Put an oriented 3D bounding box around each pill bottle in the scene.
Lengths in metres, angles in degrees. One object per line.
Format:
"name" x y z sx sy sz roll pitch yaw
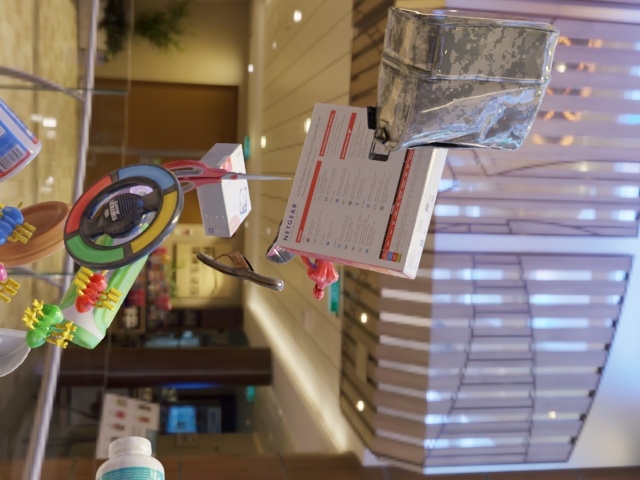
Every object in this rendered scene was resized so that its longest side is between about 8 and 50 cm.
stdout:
"pill bottle" -0.402 0.557 1.697 0.146 0.146 0.264 104 -20 -50
"pill bottle" -0.643 -0.224 1.500 0.221 0.124 0.124 54 8 -27

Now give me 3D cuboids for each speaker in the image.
"speaker" -0.485 0.088 1.799 0.296 0.131 0.131 -64 -178 -21

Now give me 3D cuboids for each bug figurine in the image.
"bug figurine" -0.498 0.066 1.397 0.072 0.279 0.216 -32 -156 39

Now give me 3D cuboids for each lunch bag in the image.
"lunch bag" 0.255 -0.289 1.487 0.212 0.305 0.256 -131 -137 -62

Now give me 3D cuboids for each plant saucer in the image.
"plant saucer" -0.546 -0.020 1.519 0.200 0.200 0.037 -107 -178 -59

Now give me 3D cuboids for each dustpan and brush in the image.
"dustpan and brush" -0.698 0.262 1.664 0.211 0.147 0.060 -51 -142 39

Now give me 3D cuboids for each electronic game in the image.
"electronic game" -0.346 -0.045 1.405 0.048 0.229 0.229 62 16 -50

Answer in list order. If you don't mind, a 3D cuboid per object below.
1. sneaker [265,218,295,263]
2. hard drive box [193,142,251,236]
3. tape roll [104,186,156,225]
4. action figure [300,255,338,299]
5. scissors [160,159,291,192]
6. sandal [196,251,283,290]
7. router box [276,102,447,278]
"sneaker" -0.084 -0.014 2.054 0.077 0.178 0.072 17 -34 45
"hard drive box" -0.298 -0.155 2.447 0.181 0.089 0.232 -62 151 -53
"tape roll" -0.519 -0.070 2.241 0.189 0.080 0.189 -14 90 -77
"action figure" 0.000 0.000 1.937 0.139 0.091 0.280 8 -90 64
"scissors" -0.204 -0.145 1.748 0.109 0.297 0.021 101 -21 -55
"sandal" -0.185 0.061 1.880 0.090 0.219 0.060 34 73 -74
"router box" 0.093 -0.113 1.709 0.082 0.301 0.335 31 73 -62
